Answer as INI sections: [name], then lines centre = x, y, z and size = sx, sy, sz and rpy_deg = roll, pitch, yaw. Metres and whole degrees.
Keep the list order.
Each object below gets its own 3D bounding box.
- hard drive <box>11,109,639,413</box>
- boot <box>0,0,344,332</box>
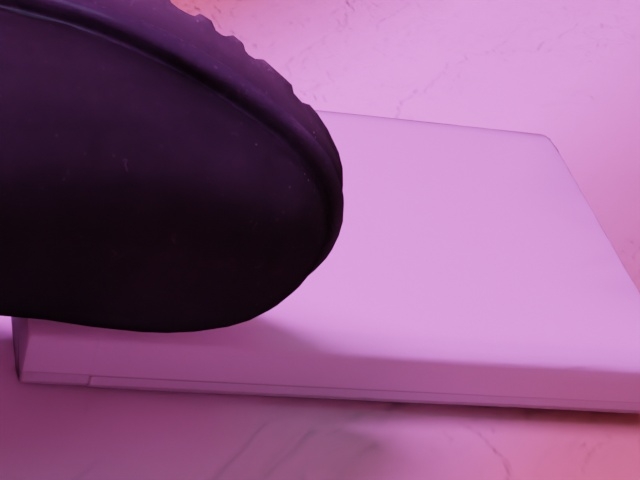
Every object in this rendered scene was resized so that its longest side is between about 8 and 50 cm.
[hard drive]
centre = 0.000, 0.000, 0.776
size = 0.307, 0.040, 0.203
rpy_deg = 5, 36, -19
[boot]
centre = -0.168, 0.082, 0.446
size = 0.367, 0.146, 0.445
rpy_deg = 21, 42, -18
